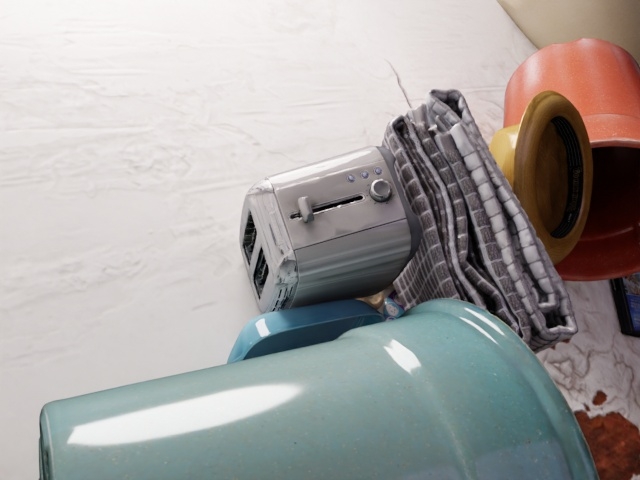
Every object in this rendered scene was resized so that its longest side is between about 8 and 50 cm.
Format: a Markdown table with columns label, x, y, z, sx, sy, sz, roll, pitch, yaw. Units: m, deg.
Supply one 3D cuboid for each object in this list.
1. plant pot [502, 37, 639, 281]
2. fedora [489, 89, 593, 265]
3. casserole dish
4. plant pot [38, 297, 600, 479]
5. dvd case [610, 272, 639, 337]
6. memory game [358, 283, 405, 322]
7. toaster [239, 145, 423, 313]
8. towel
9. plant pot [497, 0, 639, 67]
| label | x | y | z | sx | sy | sz | roll | pitch | yaw |
| --- | --- | --- | --- | --- | --- | --- | --- | --- | --- |
| plant pot | 0.369 | -0.128 | 1.012 | 0.273 | 0.272 | 0.265 | 24 | 48 | -19 |
| fedora | 0.235 | -0.068 | 0.800 | 0.194 | 0.079 | 0.194 | -6 | 98 | -46 |
| casserole dish | -0.018 | 0.106 | 0.737 | 0.189 | 0.114 | 0.037 | -6 | 49 | -33 |
| plant pot | -0.029 | 0.229 | 0.544 | 0.334 | 0.341 | 0.340 | -4 | 68 | -25 |
| dvd case | 0.529 | 0.043 | 1.159 | 0.181 | 0.022 | 0.252 | 12 | 60 | -25 |
| memory game | 0.122 | 0.101 | 0.884 | 0.186 | 0.012 | 0.186 | 14 | 59 | -25 |
| toaster | 0.000 | 0.000 | 0.748 | 0.147 | 0.227 | 0.129 | -13 | 74 | -15 |
| towel | 0.139 | 0.007 | 0.784 | 0.121 | 0.235 | 0.283 | -21 | 75 | -6 |
| plant pot | 0.482 | -0.374 | 1.227 | 0.274 | 0.257 | 0.256 | 53 | 50 | -15 |
